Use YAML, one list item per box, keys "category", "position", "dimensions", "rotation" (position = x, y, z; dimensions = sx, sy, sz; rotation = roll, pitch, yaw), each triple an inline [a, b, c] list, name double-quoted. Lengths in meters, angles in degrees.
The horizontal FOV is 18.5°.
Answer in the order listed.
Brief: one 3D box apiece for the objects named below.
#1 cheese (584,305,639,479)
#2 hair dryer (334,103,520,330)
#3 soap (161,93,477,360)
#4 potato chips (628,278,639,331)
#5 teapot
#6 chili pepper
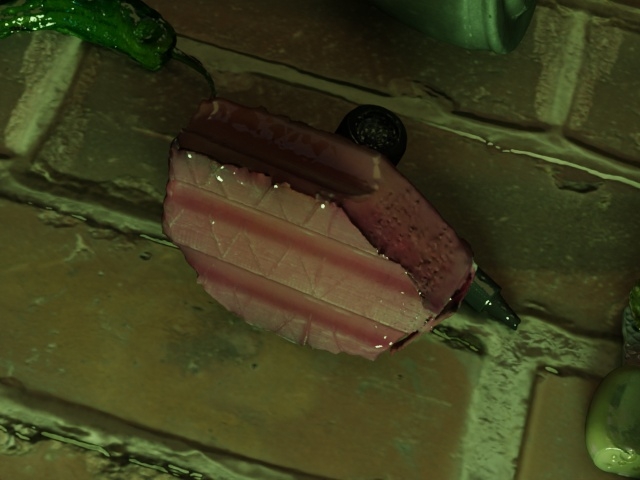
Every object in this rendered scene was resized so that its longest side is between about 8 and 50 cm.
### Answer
- category: "cheese"
  position: [0.294, 0.136, 1.823]
  dimensions: [0.097, 0.037, 0.192]
  rotation: [12, 47, -5]
- category: "hair dryer"
  position: [0.102, -0.014, 1.868]
  dimensions: [0.255, 0.128, 0.070]
  rotation: [40, 51, 8]
- category: "soap"
  position: [0.000, 0.000, 1.785]
  dimensions: [0.289, 0.182, 0.112]
  rotation: [22, 46, 14]
- category: "potato chips"
  position: [0.389, 0.081, 1.889]
  dimensions: [0.209, 0.026, 0.142]
  rotation: [23, 37, -5]
- category: "teapot"
  position: [0.133, -0.362, 2.103]
  dimensions: [0.239, 0.239, 0.322]
  rotation: [13, 52, 17]
- category: "chili pepper"
  position: [-0.236, -0.219, 2.004]
  dimensions: [0.278, 0.065, 0.122]
  rotation: [8, 57, -2]
